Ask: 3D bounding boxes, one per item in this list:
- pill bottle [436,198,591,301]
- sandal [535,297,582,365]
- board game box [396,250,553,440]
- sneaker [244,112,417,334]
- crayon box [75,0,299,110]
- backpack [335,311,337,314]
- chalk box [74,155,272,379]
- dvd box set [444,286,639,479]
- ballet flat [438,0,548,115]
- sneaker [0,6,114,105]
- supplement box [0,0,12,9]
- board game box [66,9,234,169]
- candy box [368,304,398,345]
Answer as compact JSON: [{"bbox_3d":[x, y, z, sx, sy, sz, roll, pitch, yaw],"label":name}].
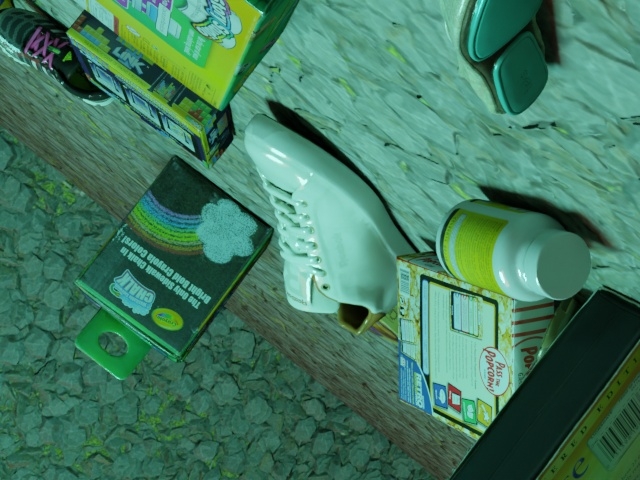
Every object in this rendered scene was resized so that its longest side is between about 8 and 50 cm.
[{"bbox_3d":[0.139,0.008,0.900,0.065,0.065,0.116,42,169,-26],"label":"pill bottle"},{"bbox_3d":[0.223,0.101,1.046,0.049,0.072,0.180,13,160,31],"label":"sandal"},{"bbox_3d":[0.136,0.099,1.135,0.045,0.146,0.193,-8,-166,-26],"label":"board game box"},{"bbox_3d":[0.000,0.000,1.199,0.106,0.123,0.290,30,167,45],"label":"sneaker"},{"bbox_3d":[-0.092,-0.183,0.773,0.165,0.081,0.278,38,170,-5],"label":"crayon box"},{"bbox_3d":[0.025,0.033,1.376,0.114,0.084,0.105,42,168,-11],"label":"backpack"},{"bbox_3d":[-0.224,0.059,1.769,0.180,0.289,0.179,37,170,1],"label":"chalk box"},{"bbox_3d":[0.230,0.263,1.062,0.062,0.307,0.420,31,170,42],"label":"dvd box set"},{"bbox_3d":[0.077,-0.109,0.605,0.052,0.057,0.168,44,173,21],"label":"ballet flat"},{"bbox_3d":[-0.301,-0.214,1.444,0.170,0.063,0.075,36,172,-21],"label":"sneaker"},{"bbox_3d":[-0.545,-0.211,1.436,0.195,0.356,0.194,37,171,-3],"label":"supplement box"},{"bbox_3d":[-0.171,-0.157,1.286,0.170,0.048,0.141,37,168,6],"label":"board game box"},{"bbox_3d":[0.052,0.069,1.543,0.109,0.053,0.187,43,167,-33],"label":"candy box"}]
